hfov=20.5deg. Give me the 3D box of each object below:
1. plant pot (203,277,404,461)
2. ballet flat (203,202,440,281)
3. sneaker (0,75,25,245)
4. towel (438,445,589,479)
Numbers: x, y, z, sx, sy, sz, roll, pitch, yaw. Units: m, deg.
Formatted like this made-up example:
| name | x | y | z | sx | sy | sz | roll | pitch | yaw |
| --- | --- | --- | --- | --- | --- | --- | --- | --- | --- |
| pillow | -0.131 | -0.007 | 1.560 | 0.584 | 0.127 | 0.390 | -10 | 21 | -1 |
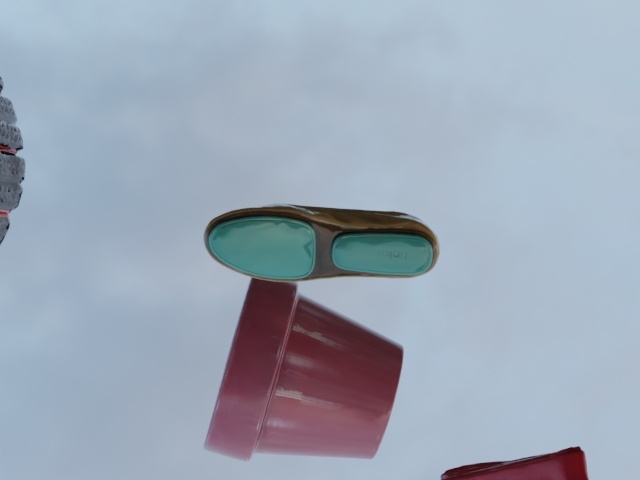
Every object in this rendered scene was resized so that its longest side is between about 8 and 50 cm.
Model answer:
| name | x | y | z | sx | sy | sz | roll | pitch | yaw |
| --- | --- | --- | --- | --- | --- | --- | --- | --- | --- |
| plant pot | -0.014 | 0.149 | 1.896 | 0.180 | 0.201 | 0.201 | 15 | -146 | -2 |
| ballet flat | 0.000 | 0.000 | 1.745 | 0.232 | 0.080 | 0.073 | 6 | -156 | -6 |
| sneaker | -0.294 | -0.114 | 1.182 | 0.136 | 0.313 | 0.116 | -19 | 167 | 11 |
| towel | 0.189 | 0.330 | 1.593 | 0.031 | 0.274 | 0.199 | -1 | 166 | -40 |
